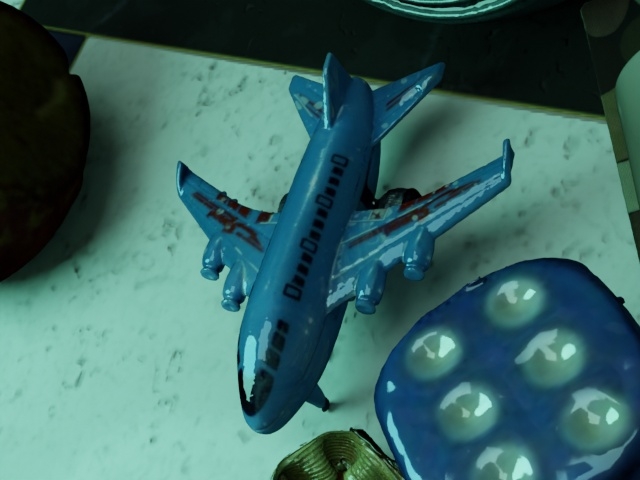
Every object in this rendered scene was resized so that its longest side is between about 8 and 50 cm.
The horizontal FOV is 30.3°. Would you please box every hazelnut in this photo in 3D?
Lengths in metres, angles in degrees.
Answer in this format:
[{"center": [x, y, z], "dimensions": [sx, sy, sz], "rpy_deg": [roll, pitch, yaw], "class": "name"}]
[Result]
[{"center": [-0.295, -0.077, 0.921], "dimensions": [0.218, 0.218, 0.234], "rpy_deg": [-7, 62, 27], "class": "hazelnut"}]

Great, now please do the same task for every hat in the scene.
[{"center": [0.012, 0.159, 0.711], "dimensions": [0.076, 0.059, 0.077], "rpy_deg": [-29, 57, -29], "class": "hat"}]

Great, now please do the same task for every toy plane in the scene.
[{"center": [0.000, 0.000, 0.772], "dimensions": [0.254, 0.105, 0.271], "rpy_deg": [0, 66, 30], "class": "toy plane"}]

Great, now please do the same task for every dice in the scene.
[{"center": [0.122, 0.105, 0.625], "dimensions": [0.146, 0.146, 0.143], "rpy_deg": [-34, 51, 5], "class": "dice"}]

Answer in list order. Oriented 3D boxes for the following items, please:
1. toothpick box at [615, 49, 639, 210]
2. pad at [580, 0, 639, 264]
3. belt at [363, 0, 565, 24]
[{"center": [0.230, -0.019, 0.642], "dimensions": [0.111, 0.111, 0.181], "rpy_deg": [-18, 57, 21], "class": "toothpick box"}, {"center": [0.256, -0.083, 0.733], "dimensions": [0.158, 0.003, 0.235], "rpy_deg": [-17, 58, 21], "class": "pad"}, {"center": [0.095, -0.251, 0.811], "dimensions": [0.267, 0.116, 0.207], "rpy_deg": [0, 98, 37], "class": "belt"}]
